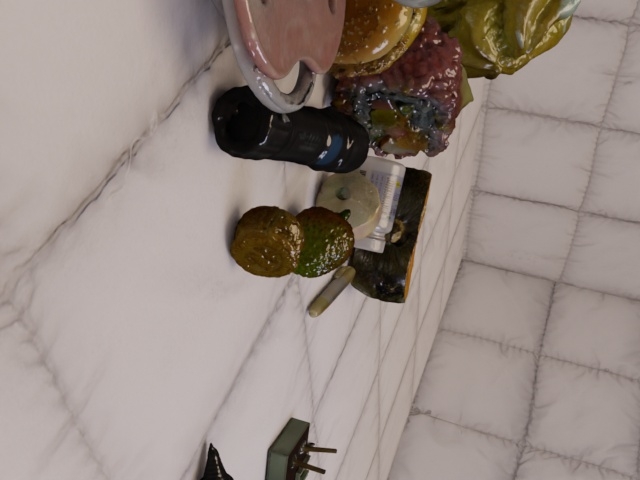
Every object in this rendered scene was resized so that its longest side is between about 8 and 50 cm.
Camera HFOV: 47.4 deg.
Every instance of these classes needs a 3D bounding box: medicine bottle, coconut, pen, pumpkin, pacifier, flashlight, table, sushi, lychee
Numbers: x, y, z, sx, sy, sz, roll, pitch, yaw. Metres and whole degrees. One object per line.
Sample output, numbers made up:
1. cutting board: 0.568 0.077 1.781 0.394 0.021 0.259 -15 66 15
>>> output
1. medicine bottle: 0.106 -0.074 1.495 0.103 0.103 0.186 10 93 -73
2. coconut: 0.052 -0.066 1.310 0.122 0.116 0.116 59 47 -73
3. pen: 0.025 0.099 1.495 0.233 0.032 0.040 -41 118 -62
4. pumpkin: 0.163 -0.020 1.664 0.222 0.139 0.317 37 69 -75
5. pacifier: -0.003 -0.294 0.783 0.273 0.220 0.332 -34 -179 23
6. flashlight: -0.030 -0.147 1.032 0.424 0.103 0.103 -10 113 -70
7. table: -0.041 0.497 1.451 0.121 0.111 0.240 -44 144 -62
8. sushi: 0.149 -0.263 1.277 0.270 0.237 0.170 71 26 -65
9. lychee: 0.000 0.000 1.189 0.146 0.114 0.114 -52 153 -30

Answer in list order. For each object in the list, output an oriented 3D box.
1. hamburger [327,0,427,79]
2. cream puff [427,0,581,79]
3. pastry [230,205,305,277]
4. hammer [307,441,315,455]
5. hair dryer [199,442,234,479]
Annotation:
1. hamburger: 0.049 -0.316 1.004 0.118 0.182 0.191 2 109 -57
2. cream puff: 0.339 -0.469 1.498 0.378 0.378 0.275 -21 116 -70
3. pastry: -0.071 0.002 0.990 0.109 0.097 0.057 -47 -159 45
4. hammer: -0.044 0.556 1.655 0.062 0.013 0.199 -6 109 -72
5. hair dryer: -0.129 0.471 1.078 0.107 0.189 0.352 -28 116 -70
